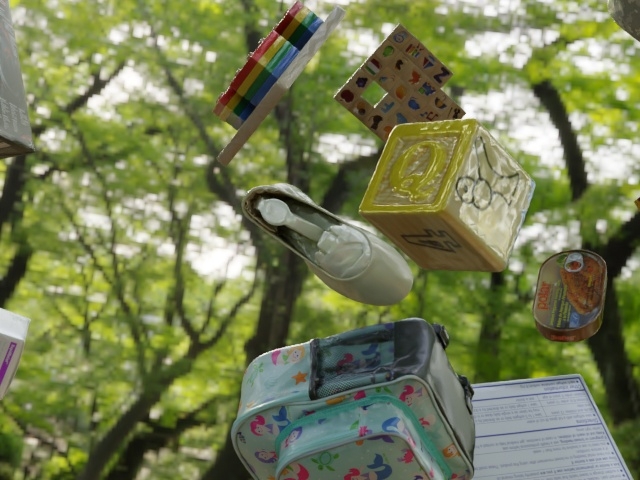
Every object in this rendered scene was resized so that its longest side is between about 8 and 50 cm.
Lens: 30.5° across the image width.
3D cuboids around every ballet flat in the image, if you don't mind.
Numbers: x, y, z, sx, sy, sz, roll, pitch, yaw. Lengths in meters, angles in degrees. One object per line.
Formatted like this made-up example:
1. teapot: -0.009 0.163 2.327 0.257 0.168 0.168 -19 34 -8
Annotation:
1. ballet flat: 0.000 0.000 1.412 0.248 0.086 0.086 31 8 32

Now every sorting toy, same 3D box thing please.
1. sorting toy: -0.096 -0.298 2.113 0.089 0.257 0.255 38 -41 -7

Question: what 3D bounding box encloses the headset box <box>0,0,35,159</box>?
1. headset box: -0.537 -0.279 1.773 0.110 0.293 0.218 -11 -4 3

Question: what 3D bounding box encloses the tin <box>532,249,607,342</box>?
1. tin: 0.389 0.086 1.826 0.106 0.189 0.040 3 -50 18

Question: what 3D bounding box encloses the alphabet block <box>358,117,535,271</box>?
1. alphabet block: 0.218 -0.074 1.995 0.193 0.192 0.197 -2 -33 45

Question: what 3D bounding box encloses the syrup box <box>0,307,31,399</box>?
1. syrup box: -0.510 0.118 1.539 0.237 0.096 0.093 22 11 -15

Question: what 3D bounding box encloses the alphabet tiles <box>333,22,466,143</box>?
1. alphabet tiles: 0.176 -0.288 2.369 0.237 0.198 0.009 39 8 -22

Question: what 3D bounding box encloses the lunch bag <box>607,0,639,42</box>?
1. lunch bag: 0.606 -0.460 1.943 0.256 0.212 0.305 27 -27 23

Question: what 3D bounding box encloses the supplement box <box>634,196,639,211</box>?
1. supplement box: 0.584 -0.046 1.817 0.188 0.104 0.081 -7 -27 -47

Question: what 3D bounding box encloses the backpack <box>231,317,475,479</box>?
1. backpack: 0.031 0.217 1.320 0.254 0.191 0.225 -10 -48 22

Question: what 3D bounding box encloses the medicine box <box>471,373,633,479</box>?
1. medicine box: 0.282 0.350 1.643 0.264 0.289 0.149 -2 -42 -19
